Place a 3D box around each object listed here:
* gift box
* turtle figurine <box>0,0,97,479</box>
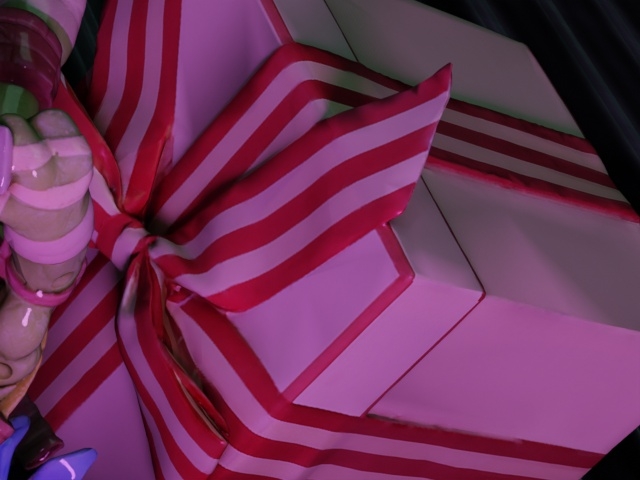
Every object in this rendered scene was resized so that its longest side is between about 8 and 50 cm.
[{"bbox_3d":[0.000,0.000,0.901,0.258,0.276,0.255,13,35,-43],"label":"gift box"},{"bbox_3d":[-0.179,-0.037,0.729,0.275,0.198,0.266,26,45,-30],"label":"turtle figurine"}]
